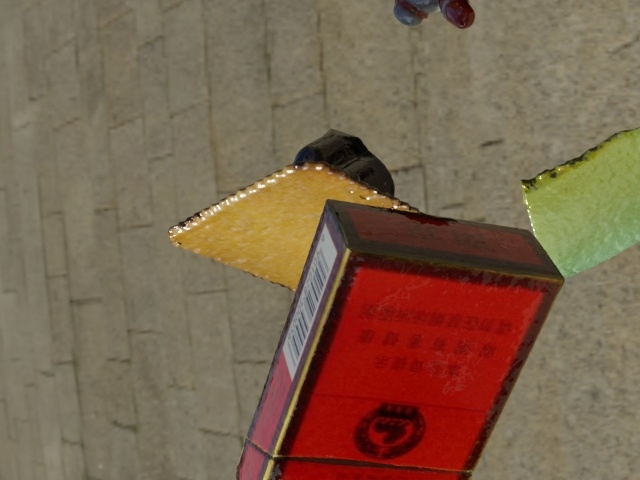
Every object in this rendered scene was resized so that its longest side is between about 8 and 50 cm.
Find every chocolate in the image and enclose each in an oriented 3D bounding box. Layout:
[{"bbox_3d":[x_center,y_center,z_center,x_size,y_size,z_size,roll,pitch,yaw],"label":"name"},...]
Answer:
[{"bbox_3d":[0.012,-0.067,1.433,0.149,0.080,0.125,50,134,29],"label":"chocolate"}]

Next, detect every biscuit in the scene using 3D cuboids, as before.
[{"bbox_3d":[0.000,0.000,1.082,0.237,0.232,0.013,-23,53,45],"label":"biscuit"}]

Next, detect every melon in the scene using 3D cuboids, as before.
[{"bbox_3d":[0.256,-0.063,0.897,0.261,0.114,0.053,-38,32,33],"label":"melon"}]

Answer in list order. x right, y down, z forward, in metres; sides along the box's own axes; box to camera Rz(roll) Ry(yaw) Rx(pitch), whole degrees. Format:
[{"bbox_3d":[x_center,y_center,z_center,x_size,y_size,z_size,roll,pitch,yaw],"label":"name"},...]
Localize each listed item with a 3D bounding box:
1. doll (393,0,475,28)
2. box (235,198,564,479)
[{"bbox_3d":[0.151,-0.325,1.237,0.200,0.105,0.336,-68,20,0],"label":"doll"},{"bbox_3d":[0.045,0.097,0.761,0.074,0.153,0.240,-116,39,-52],"label":"box"}]
